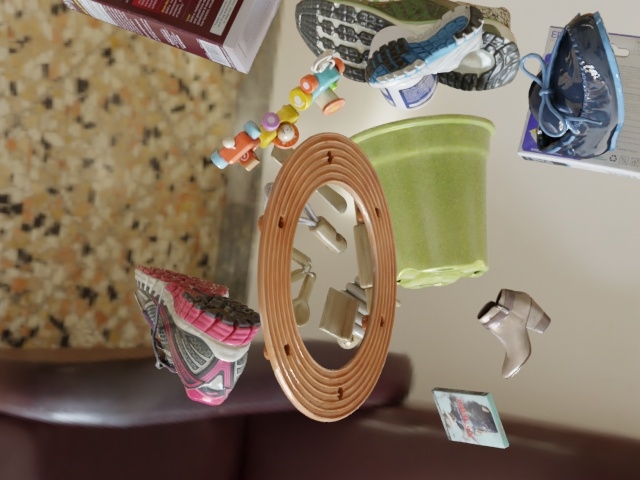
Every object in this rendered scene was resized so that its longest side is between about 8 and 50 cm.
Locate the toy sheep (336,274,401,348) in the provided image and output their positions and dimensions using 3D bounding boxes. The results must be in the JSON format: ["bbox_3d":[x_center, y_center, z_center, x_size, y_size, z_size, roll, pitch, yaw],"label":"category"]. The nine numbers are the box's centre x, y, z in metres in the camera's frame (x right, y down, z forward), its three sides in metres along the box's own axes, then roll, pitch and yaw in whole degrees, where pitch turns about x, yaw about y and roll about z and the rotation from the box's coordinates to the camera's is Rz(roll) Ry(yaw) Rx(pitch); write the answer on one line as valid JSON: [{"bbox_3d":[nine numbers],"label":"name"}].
[{"bbox_3d":[0.063,0.090,1.680,0.091,0.091,0.132,31,88,-51],"label":"toy sheep"}]

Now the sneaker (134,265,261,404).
[{"bbox_3d":[-0.170,0.105,1.505,0.121,0.299,0.112,15,96,-21],"label":"sneaker"}]

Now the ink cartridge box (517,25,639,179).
[{"bbox_3d":[0.419,-0.206,1.828,0.045,0.206,0.208,25,79,-64],"label":"ink cartridge box"}]

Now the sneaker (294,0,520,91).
[{"bbox_3d":[0.160,-0.380,2.197,0.182,0.410,0.158,-70,170,-47],"label":"sneaker"}]

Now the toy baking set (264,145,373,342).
[{"bbox_3d":[0.005,0.002,1.561,0.197,0.030,0.256,5,78,-46],"label":"toy baking set"}]

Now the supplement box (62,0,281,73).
[{"bbox_3d":[-0.166,-0.289,1.359,0.130,0.239,0.073,-65,164,-9],"label":"supplement box"}]

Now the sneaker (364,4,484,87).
[{"bbox_3d":[0.157,-0.263,1.790,0.083,0.191,0.071,62,3,-57],"label":"sneaker"}]

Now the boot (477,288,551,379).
[{"bbox_3d":[0.245,0.120,1.628,0.087,0.042,0.118,27,105,-15],"label":"boot"}]

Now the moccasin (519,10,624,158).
[{"bbox_3d":[0.331,-0.177,1.614,0.342,0.117,0.137,63,18,-65],"label":"moccasin"}]

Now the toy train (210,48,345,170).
[{"bbox_3d":[-0.033,-0.126,1.279,0.046,0.166,0.125,50,9,2],"label":"toy train"}]

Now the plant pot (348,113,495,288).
[{"bbox_3d":[0.184,-0.056,2.125,0.276,0.276,0.254,10,69,-54],"label":"plant pot"}]

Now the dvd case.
[{"bbox_3d":[0.217,0.258,1.791,0.013,0.119,0.087,-29,106,-32],"label":"dvd case"}]

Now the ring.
[{"bbox_3d":[0.008,0.042,1.438,0.336,0.032,0.336,7,82,-61],"label":"ring"}]

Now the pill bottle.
[{"bbox_3d":[0.126,-0.269,1.902,0.169,0.094,0.094,43,59,-73],"label":"pill bottle"}]
